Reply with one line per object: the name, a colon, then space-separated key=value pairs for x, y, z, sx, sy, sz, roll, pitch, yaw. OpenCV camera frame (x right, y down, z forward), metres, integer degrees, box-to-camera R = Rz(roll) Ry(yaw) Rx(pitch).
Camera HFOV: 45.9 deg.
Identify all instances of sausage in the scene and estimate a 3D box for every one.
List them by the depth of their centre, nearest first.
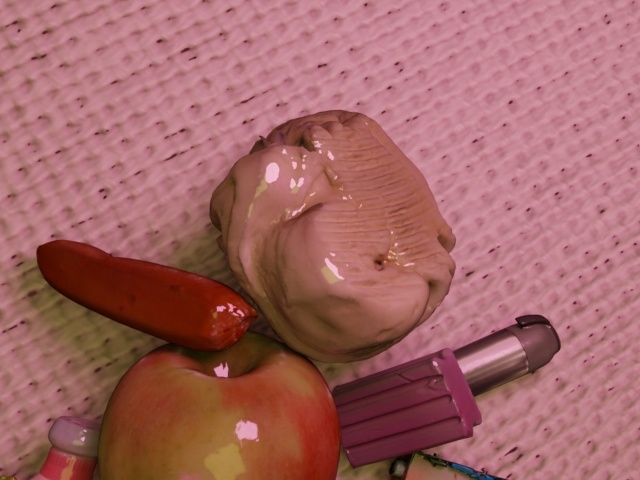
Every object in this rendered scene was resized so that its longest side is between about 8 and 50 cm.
sausage: x=-0.244 y=0.071 z=1.006 sx=0.349 sy=0.097 sz=0.093 roll=14 pitch=81 yaw=24

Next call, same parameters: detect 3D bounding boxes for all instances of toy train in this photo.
toy train: x=0.189 y=0.363 z=1.136 sx=0.188 sy=0.099 sz=0.072 roll=20 pitch=79 yaw=-7

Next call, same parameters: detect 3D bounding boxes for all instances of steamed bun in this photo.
steamed bun: x=0.000 y=0.000 z=1.048 sx=0.352 sy=0.247 sz=0.339 roll=56 pitch=37 yaw=5

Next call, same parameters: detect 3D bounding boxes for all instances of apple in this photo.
apple: x=-0.128 y=0.280 z=0.983 sx=0.319 sy=0.319 sz=0.277 roll=-2 pitch=105 yaw=-11

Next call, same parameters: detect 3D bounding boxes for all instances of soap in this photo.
soap: x=0.116 y=0.244 z=1.092 sx=0.203 sy=0.065 sz=0.122 roll=-24 pitch=88 yaw=29

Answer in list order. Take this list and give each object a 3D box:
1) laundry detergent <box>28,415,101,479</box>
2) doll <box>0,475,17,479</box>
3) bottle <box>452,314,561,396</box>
laundry detergent: x=-0.366 y=0.400 z=0.985 sx=0.159 sy=0.088 sz=0.335 roll=24 pitch=79 yaw=-37
doll: x=-0.603 y=0.405 z=0.992 sx=0.342 sy=0.099 sz=0.346 roll=18 pitch=75 yaw=3
bottle: x=0.248 y=0.188 z=1.169 sx=0.254 sy=0.079 sz=0.096 roll=-20 pitch=116 yaw=-11
